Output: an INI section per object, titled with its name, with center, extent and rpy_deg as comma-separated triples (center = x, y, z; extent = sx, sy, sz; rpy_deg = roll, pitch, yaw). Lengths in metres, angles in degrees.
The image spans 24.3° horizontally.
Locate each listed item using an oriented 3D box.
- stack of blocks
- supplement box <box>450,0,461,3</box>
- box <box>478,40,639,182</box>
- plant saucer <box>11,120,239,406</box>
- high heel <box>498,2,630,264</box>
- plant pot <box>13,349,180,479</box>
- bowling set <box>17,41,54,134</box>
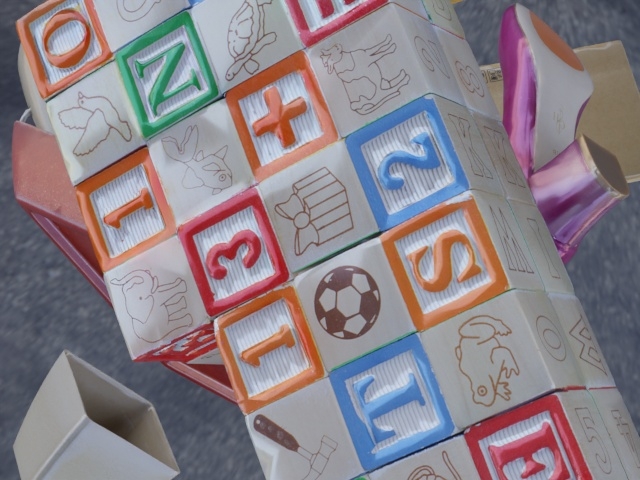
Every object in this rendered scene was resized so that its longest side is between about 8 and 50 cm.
[stack of blocks]
center = 0.000, 0.000, 0.643
extent = 0.171, 0.087, 0.297
rpy_deg = -28, 74, 22
[supplement box]
center = 0.107, -0.252, 1.290
extent = 0.078, 0.233, 0.080
rpy_deg = 50, 130, 13
[box]
center = 0.251, -0.125, 1.602
extent = 0.201, 0.021, 0.164
rpy_deg = -11, 69, -6
[plant saucer]
center = -0.089, 0.043, 1.018
extent = 0.047, 0.259, 0.258
rpy_deg = -50, 131, -18
[high heel]
center = 0.144, -0.072, 1.069
extent = 0.082, 0.244, 0.117
rpy_deg = 27, 123, -34
[plant pot]
center = -0.203, 0.179, 1.280
extent = 0.096, 0.109, 0.109
rpy_deg = -46, 124, 9
[bowling set]
center = -0.088, -0.095, 1.212
extent = 0.287, 0.200, 0.154
rpy_deg = -14, 60, 3
